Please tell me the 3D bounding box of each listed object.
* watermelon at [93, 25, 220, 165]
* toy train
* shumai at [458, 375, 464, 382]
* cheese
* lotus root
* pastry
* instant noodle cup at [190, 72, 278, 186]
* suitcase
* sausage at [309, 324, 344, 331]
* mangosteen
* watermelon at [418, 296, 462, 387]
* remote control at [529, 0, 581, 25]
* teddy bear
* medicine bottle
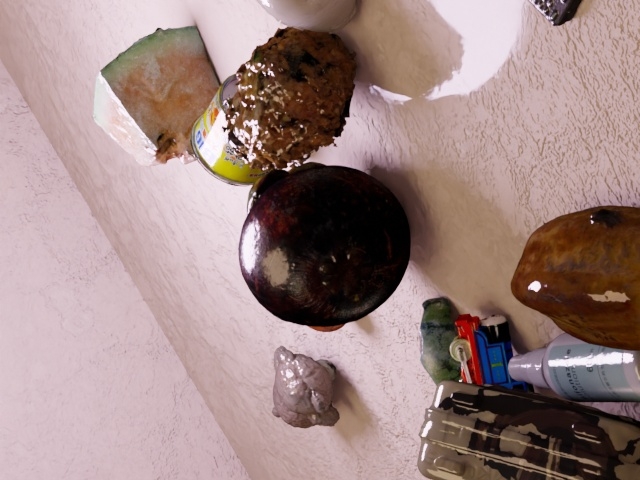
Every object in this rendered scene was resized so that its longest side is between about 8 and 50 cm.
[{"bbox_3d":[-0.349,-0.299,2.262,0.151,0.264,0.302,4,123,62],"label":"watermelon"},{"bbox_3d":[0.297,0.226,1.776,0.083,0.131,0.204,-20,-81,-76],"label":"toy train"},{"bbox_3d":[0.304,0.274,1.860,0.087,0.099,0.123,15,142,34],"label":"shumai"},{"bbox_3d":[-0.034,-0.429,1.642,0.154,0.189,0.198,-37,84,33],"label":"cheese"},{"bbox_3d":[0.390,0.045,1.367,0.291,0.193,0.193,4,121,65],"label":"lotus root"},{"bbox_3d":[-0.066,-0.252,1.773,0.193,0.275,0.275,26,-176,-44],"label":"pastry"},{"bbox_3d":[-0.144,-0.232,2.039,0.205,0.205,0.153,52,145,17],"label":"instant noodle cup"},{"bbox_3d":[0.356,0.338,1.566,0.352,0.194,0.339,10,173,34],"label":"suitcase"},{"bbox_3d":[-0.036,0.090,2.245,0.258,0.133,0.133,55,154,11],"label":"sausage"},{"bbox_3d":[0.004,0.005,1.870,0.330,0.330,0.330,43,150,33],"label":"mangosteen"},{"bbox_3d":[0.214,0.203,1.931,0.139,0.071,0.187,108,153,-82],"label":"watermelon"},{"bbox_3d":[0.245,-0.378,1.339,0.245,0.025,0.063,52,153,18],"label":"remote control"},{"bbox_3d":[-0.044,0.360,2.515,0.236,0.151,0.267,49,154,18],"label":"teddy bear"},{"bbox_3d":[0.401,0.188,1.549,0.110,0.110,0.352,62,155,-4],"label":"medicine bottle"}]
